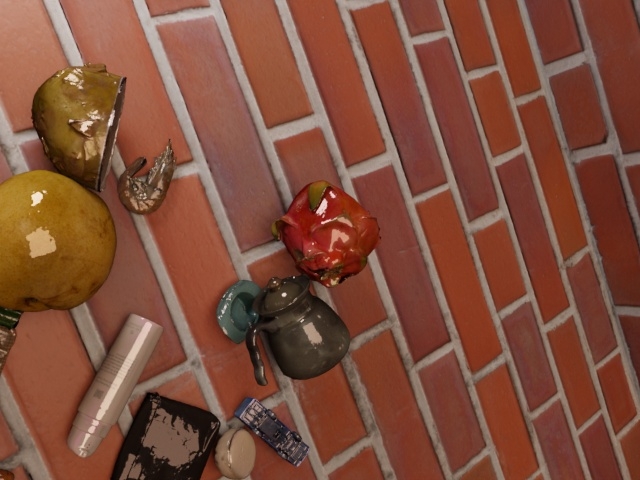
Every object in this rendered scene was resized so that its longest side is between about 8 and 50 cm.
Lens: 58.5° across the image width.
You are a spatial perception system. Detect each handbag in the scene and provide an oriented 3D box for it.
[{"bbox_3d":[-0.394,0.542,1.482,0.223,0.080,0.246,28,72,-26],"label":"handbag"}]

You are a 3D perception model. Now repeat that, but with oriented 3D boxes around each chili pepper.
[{"bbox_3d":[-0.788,0.133,1.282,0.227,0.088,0.059,25,101,-23],"label":"chili pepper"}]

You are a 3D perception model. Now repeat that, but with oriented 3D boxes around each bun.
[{"bbox_3d":[-0.246,0.583,1.564,0.138,0.094,0.138,35,49,-54],"label":"bun"}]

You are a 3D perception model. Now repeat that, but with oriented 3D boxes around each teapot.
[{"bbox_3d":[-0.098,0.239,1.587,0.305,0.223,0.285,-34,111,-17],"label":"teapot"}]

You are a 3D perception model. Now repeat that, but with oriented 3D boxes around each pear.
[{"bbox_3d":[-0.609,0.007,1.269,0.315,0.314,0.314,2,85,-31],"label":"pear"}]

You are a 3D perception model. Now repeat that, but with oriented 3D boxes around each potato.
[{"bbox_3d":[-0.579,-0.264,1.343,0.196,0.246,0.299,9,63,-16],"label":"potato"}]

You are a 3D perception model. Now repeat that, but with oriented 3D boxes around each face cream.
[{"bbox_3d":[-0.510,0.355,1.415,0.102,0.102,0.345,33,71,-25],"label":"face cream"}]

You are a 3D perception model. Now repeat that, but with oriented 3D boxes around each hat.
[{"bbox_3d":[-0.235,0.202,1.607,0.138,0.078,0.190,56,44,-24],"label":"hat"}]

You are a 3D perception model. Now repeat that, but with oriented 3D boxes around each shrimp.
[{"bbox_3d":[-0.457,-0.177,1.519,0.126,0.047,0.223,23,76,-17],"label":"shrimp"}]

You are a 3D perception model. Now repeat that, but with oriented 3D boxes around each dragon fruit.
[{"bbox_3d":[0.000,0.000,1.630,0.305,0.305,0.225,48,65,-19],"label":"dragon fruit"}]

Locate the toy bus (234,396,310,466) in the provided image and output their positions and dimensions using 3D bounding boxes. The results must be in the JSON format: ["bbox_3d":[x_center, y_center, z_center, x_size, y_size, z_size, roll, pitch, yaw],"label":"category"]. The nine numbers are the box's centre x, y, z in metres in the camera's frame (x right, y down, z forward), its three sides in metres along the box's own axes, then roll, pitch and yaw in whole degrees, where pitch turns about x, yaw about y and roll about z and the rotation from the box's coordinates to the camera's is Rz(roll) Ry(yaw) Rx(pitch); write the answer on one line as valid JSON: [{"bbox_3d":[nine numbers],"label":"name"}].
[{"bbox_3d":[-0.137,0.540,1.627,0.236,0.094,0.079,47,72,-17],"label":"toy bus"}]

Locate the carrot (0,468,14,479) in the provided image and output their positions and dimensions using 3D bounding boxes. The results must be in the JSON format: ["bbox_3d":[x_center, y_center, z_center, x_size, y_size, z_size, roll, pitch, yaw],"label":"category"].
[{"bbox_3d":[-0.800,0.535,1.266,0.216,0.048,0.048,8,82,-25],"label":"carrot"}]

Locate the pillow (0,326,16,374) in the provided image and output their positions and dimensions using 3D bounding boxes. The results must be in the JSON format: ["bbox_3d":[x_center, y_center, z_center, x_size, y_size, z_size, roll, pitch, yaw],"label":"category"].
[{"bbox_3d":[-0.783,0.281,1.297,0.135,0.034,0.211,15,77,-27],"label":"pillow"}]
